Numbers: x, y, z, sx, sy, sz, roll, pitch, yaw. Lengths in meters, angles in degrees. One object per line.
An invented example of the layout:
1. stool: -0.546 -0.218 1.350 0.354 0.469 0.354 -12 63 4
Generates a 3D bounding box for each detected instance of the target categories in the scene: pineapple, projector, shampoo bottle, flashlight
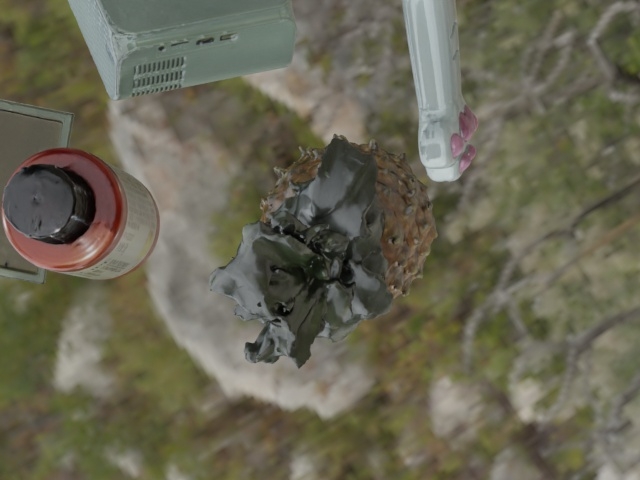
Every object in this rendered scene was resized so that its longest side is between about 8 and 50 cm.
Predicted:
1. pineapple: 0.000 0.000 1.405 0.141 0.310 0.170 22 105 9
2. projector: -0.161 -0.270 1.958 0.108 0.198 0.250 101 149 -50
3. shampoo bottle: -0.209 -0.023 1.595 0.104 0.104 0.278 57 -178 6
4. flashlight: 0.105 -0.151 1.637 0.047 0.093 0.200 -2 110 18

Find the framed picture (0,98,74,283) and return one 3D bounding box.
1. framed picture: -0.387 -0.066 1.917 0.250 0.016 0.184 10 99 1
